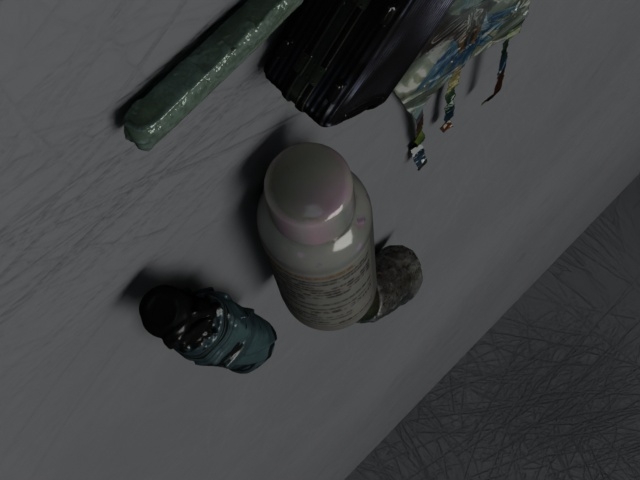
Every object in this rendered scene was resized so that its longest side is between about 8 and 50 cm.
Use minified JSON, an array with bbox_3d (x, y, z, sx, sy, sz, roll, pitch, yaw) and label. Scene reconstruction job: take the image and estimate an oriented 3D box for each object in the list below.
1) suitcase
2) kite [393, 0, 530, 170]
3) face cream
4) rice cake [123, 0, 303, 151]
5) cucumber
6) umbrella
[{"bbox_3d":[0.027,-0.126,0.708,0.086,0.059,0.126,-29,158,-55],"label":"suitcase"},{"bbox_3d":[0.122,-0.142,1.011,0.169,0.015,0.310,-39,167,-3],"label":"kite"},{"bbox_3d":[0.000,0.000,0.919,0.082,0.082,0.269,-47,167,-10],"label":"face cream"},{"bbox_3d":[-0.051,-0.090,0.630,0.121,0.021,0.022,-47,162,-18],"label":"rice cake"},{"bbox_3d":[0.056,0.045,1.286,0.112,0.064,0.064,-26,153,-55],"label":"cucumber"},{"bbox_3d":[-0.078,0.060,0.901,0.052,0.053,0.250,-57,166,-2],"label":"umbrella"}]
